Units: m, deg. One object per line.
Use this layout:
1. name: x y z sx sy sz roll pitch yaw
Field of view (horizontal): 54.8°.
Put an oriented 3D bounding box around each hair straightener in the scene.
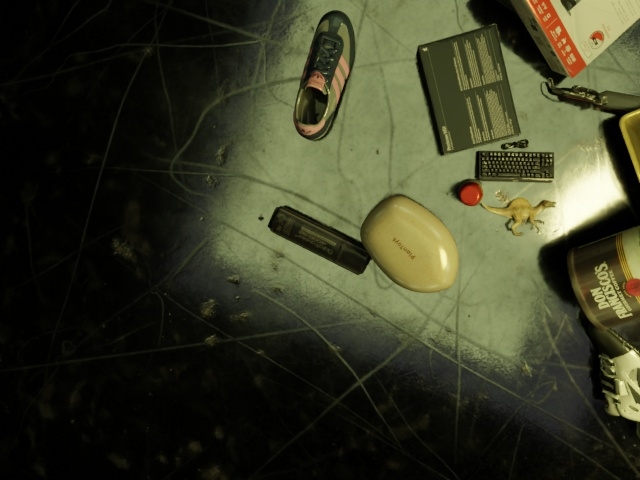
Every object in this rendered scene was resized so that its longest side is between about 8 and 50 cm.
1. hair straightener: 0.643 -0.341 1.438 0.230 0.089 0.047 18 100 5

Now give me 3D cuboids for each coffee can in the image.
1. coffee can: 0.722 0.064 1.364 0.275 0.201 0.202 -27 93 37

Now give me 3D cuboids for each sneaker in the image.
1. sneaker: 0.010 -0.400 1.485 0.112 0.131 0.319 12 97 6
2. sneaker: 0.730 0.346 1.487 0.146 0.122 0.331 -38 90 7

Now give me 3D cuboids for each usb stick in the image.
1. usb stick: 0.000 0.000 1.575 0.278 0.045 0.077 26 106 3

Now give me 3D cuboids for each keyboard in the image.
1. keyboard: 0.473 -0.195 1.494 0.180 0.023 0.108 2 78 1

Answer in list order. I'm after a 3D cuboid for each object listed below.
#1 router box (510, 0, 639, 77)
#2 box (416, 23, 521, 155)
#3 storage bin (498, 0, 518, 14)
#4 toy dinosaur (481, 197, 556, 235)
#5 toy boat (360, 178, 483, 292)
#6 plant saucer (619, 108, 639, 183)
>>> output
1. router box: 0.568 -0.583 1.340 0.301 0.082 0.335 -43 121 8
2. box: 0.347 -0.350 1.466 0.184 0.103 0.261 -14 95 5
3. storage bin: 0.491 -0.627 1.427 0.122 0.084 0.180 35 98 2
4. toy dinosaur: 0.483 -0.059 1.517 0.183 0.053 0.093 -4 81 0
5. toy boat: 0.272 -0.027 1.503 0.318 0.148 0.267 -43 85 17
6. plant saucer: 0.892 -0.188 1.430 0.332 0.081 0.333 -21 94 8
